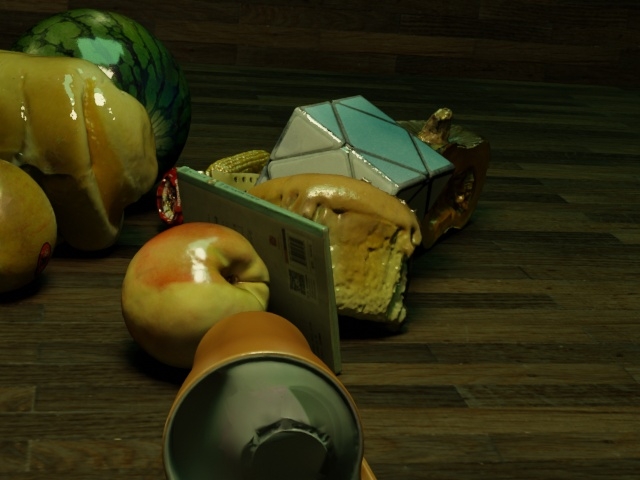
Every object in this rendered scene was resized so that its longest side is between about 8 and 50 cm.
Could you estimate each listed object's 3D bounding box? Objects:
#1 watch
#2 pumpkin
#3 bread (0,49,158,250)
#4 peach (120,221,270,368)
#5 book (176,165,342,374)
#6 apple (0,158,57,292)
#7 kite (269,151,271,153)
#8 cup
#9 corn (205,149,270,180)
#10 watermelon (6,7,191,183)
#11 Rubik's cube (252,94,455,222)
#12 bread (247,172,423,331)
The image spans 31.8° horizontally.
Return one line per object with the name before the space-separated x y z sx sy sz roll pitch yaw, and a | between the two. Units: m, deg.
watch | -0.133 -0.069 1.850 0.268 0.102 0.165 -3 -10 -22
pumpkin | 0.142 -0.129 1.931 0.232 0.242 0.325 22 19 20
bread | -0.417 -0.121 1.667 0.341 0.300 0.210 11 24 6
peach | -0.154 0.068 1.355 0.184 0.184 0.184 5 18 -2
book | -0.080 0.035 1.423 0.025 0.215 0.283 -28 37 -34
apple | -0.447 -0.016 1.518 0.182 0.182 0.155 6 27 2
kite | -0.028 -0.079 1.951 0.160 0.010 0.183 52 -1 22
cup | -0.043 0.177 1.109 0.226 0.182 0.264 36 7 -12
corn | -0.152 -0.131 2.121 0.068 0.068 0.207 14 21 24
watermelon | -0.392 -0.222 1.917 0.363 0.363 0.363 5 18 -2
Rubik's cube | 0.041 -0.075 1.694 0.205 0.207 0.205 40 29 16
bread | 0.000 0.000 1.517 0.262 0.204 0.162 8 -9 16
